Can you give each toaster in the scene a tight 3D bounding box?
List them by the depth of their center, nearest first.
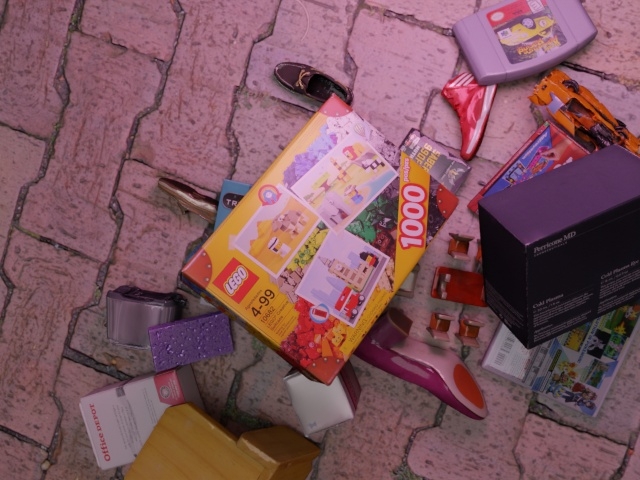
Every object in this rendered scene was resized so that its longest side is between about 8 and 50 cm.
[{"bbox_3d":[-0.463,0.209,1.568,0.227,0.129,0.146,8,97,4],"label":"toaster"}]

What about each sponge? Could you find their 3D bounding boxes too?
[{"bbox_3d":[-0.335,0.260,1.533,0.210,0.031,0.117,-11,106,-24],"label":"sponge"}]

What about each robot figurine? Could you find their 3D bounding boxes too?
[{"bbox_3d":[0.624,-0.275,1.368,0.291,0.211,0.085,46,129,5],"label":"robot figurine"}]

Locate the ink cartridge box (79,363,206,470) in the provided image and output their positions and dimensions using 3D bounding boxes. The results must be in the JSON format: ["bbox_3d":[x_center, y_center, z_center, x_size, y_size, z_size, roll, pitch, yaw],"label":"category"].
[{"bbox_3d":[-0.469,0.468,1.580,0.283,0.117,0.207,-17,90,8],"label":"ink cartridge box"}]

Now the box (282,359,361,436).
[{"bbox_3d":[0.011,0.357,1.447,0.127,0.232,0.148,-23,89,8],"label":"box"}]

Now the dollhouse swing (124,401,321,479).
[{"bbox_3d":[-0.256,0.598,1.513,0.305,0.315,0.346,34,97,28],"label":"dollhouse swing"}]

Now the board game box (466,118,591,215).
[{"bbox_3d":[0.494,-0.134,1.397,0.145,0.027,0.281,40,126,4],"label":"board game box"}]

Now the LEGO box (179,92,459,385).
[{"bbox_3d":[0.000,0.000,1.286,0.372,0.193,0.500,39,73,-5],"label":"LEGO box"}]

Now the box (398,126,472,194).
[{"bbox_3d":[0.240,-0.138,1.485,0.183,0.056,0.231,36,97,6],"label":"box"}]

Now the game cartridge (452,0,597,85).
[{"bbox_3d":[0.489,-0.491,1.405,0.294,0.060,0.196,-22,75,5],"label":"game cartridge"}]

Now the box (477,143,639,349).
[{"bbox_3d":[0.539,0.014,1.264,0.343,0.179,0.312,-22,130,-8],"label":"box"}]

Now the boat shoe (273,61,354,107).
[{"bbox_3d":[-0.020,-0.404,1.507,0.228,0.069,0.081,24,95,7],"label":"boat shoe"}]

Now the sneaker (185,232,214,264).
[{"bbox_3d":[-0.146,0.030,1.446,0.319,0.127,0.208,-36,102,-2],"label":"sneaker"}]

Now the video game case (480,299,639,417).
[{"bbox_3d":[0.603,0.228,1.456,0.300,0.036,0.329,24,94,7],"label":"video game case"}]

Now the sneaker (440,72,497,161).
[{"bbox_3d":[0.352,-0.312,1.460,0.128,0.087,0.221,17,82,16],"label":"sneaker"}]

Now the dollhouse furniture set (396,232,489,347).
[{"bbox_3d":[0.303,0.106,1.469,0.259,0.135,0.262,12,94,-3],"label":"dollhouse furniture set"}]

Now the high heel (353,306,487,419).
[{"bbox_3d":[0.247,0.337,1.500,0.377,0.127,0.181,46,127,0],"label":"high heel"}]

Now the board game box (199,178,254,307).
[{"bbox_3d":[-0.156,0.028,1.538,0.254,0.079,0.336,12,94,8],"label":"board game box"}]

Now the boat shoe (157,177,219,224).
[{"bbox_3d":[-0.358,-0.102,1.573,0.190,0.068,0.072,28,108,7],"label":"boat shoe"}]
